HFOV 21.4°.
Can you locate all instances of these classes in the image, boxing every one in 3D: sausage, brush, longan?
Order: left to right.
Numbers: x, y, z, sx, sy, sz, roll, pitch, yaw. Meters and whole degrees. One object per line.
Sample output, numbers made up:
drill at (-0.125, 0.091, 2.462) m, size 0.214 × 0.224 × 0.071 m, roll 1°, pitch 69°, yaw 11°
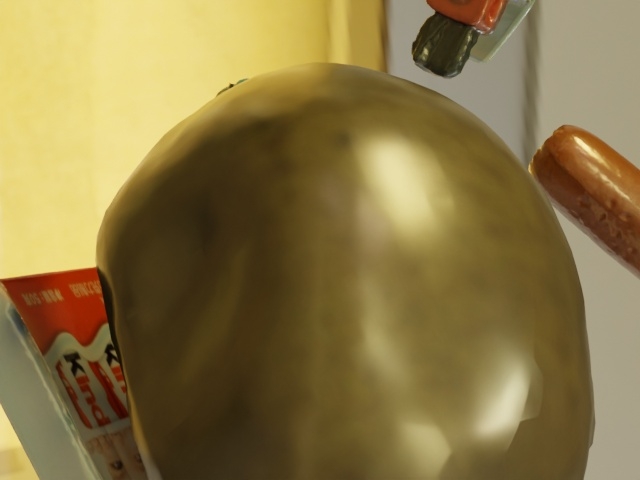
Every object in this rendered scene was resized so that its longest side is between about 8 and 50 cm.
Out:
longan at (0.014, 0.055, 0.972) m, size 0.288 × 0.288 × 0.350 m, roll 107°, pitch -20°, yaw -46°
brush at (0.181, -0.309, 1.671) m, size 0.070 × 0.051 × 0.323 m, roll 30°, pitch -81°, yaw 28°
sausage at (0.265, -0.020, 1.457) m, size 0.197 × 0.076 × 0.076 m, roll 42°, pitch -29°, yaw 0°

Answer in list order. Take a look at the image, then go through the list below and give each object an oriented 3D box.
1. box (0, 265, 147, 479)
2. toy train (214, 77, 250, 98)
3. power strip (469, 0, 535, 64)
box at (-0.110, 0.139, 1.151) m, size 0.265 × 0.048 × 0.273 m, roll 62°, pitch 16°, yaw 6°
toy train at (0.000, 0.000, 1.305) m, size 0.120 × 0.194 × 0.298 m, roll -51°, pitch -142°, yaw 34°
power strip at (0.198, -0.346, 1.923) m, size 0.193 × 0.059 × 0.265 m, roll -53°, pitch -151°, yaw 38°
